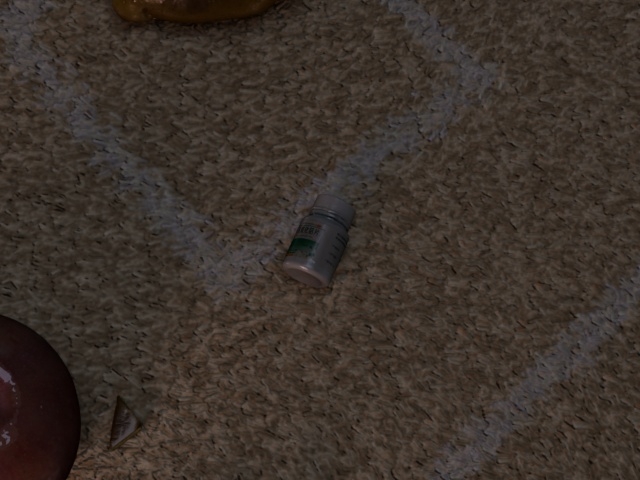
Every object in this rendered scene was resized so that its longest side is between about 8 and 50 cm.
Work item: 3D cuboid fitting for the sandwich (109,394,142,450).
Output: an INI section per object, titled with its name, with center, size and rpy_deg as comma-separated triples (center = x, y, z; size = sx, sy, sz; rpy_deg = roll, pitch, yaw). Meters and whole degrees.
[sandwich]
center = -0.284, 0.271, 1.863
size = 0.044, 0.031, 0.083
rpy_deg = 9, 71, 0

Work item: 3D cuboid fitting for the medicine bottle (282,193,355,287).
[medicine bottle]
center = 0.000, 0.000, 1.950
size = 0.080, 0.080, 0.130
rpy_deg = 22, 72, 2

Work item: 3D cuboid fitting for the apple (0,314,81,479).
[apple]
center = -0.475, 0.243, 1.748
size = 0.305, 0.235, 0.306
rpy_deg = 2, 70, -5

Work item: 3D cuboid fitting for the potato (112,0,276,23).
[potato]
center = -0.166, -0.455, 2.054
size = 0.369, 0.176, 0.195
rpy_deg = -17, 114, -2
